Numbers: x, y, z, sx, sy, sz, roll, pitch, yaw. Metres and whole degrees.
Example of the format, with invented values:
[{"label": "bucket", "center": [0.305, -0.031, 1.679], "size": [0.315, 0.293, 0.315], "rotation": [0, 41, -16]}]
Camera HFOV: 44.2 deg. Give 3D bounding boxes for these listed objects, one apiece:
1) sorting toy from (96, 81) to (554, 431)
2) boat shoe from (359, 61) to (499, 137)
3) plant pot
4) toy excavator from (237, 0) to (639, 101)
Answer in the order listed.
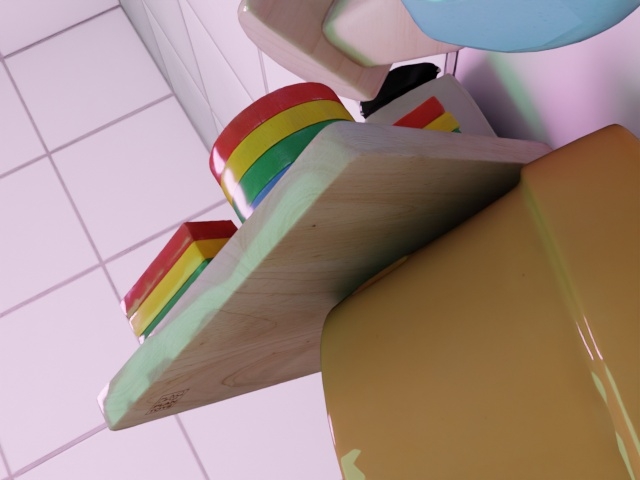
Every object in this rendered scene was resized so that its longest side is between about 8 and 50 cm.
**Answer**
[{"label": "sorting toy", "center": [0.000, 0.000, 0.537], "size": [0.257, 0.255, 0.089], "rotation": [-4, -125, -51]}, {"label": "boat shoe", "center": [0.153, 0.006, 0.705], "size": [0.340, 0.127, 0.158], "rotation": [62, -175, 3]}, {"label": "plant pot", "center": [0.130, 0.102, 0.474], "size": [0.291, 0.203, 0.291], "rotation": [-21, -90, -77]}, {"label": "toy excavator", "center": [0.043, -0.178, 0.372], "size": [0.433, 0.222, 0.445], "rotation": [20, 169, 38]}]
